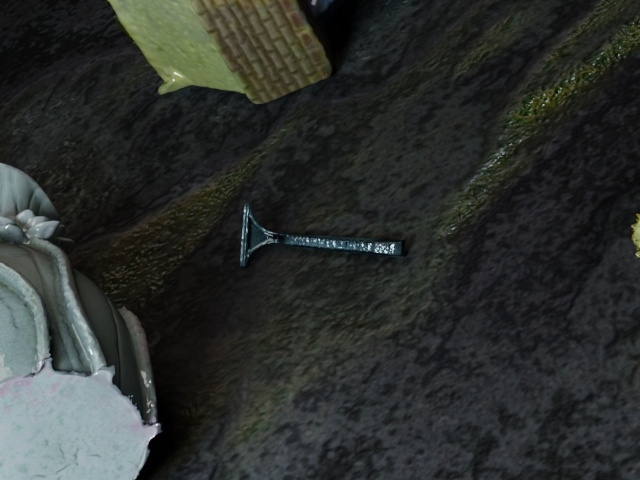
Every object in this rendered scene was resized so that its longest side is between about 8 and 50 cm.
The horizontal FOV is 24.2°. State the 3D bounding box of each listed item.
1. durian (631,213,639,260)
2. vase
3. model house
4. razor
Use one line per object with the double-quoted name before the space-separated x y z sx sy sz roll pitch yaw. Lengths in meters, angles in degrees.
"durian" 0.362 0.032 1.233 0.146 0.102 0.208 -36 61 -7
"vase" -0.311 0.090 1.468 0.250 0.250 0.445 -30 34 -3
"model house" -0.078 -0.343 1.796 0.266 0.261 0.321 19 63 41
"razor" 0.003 0.000 1.533 0.190 0.033 0.066 4 92 31
